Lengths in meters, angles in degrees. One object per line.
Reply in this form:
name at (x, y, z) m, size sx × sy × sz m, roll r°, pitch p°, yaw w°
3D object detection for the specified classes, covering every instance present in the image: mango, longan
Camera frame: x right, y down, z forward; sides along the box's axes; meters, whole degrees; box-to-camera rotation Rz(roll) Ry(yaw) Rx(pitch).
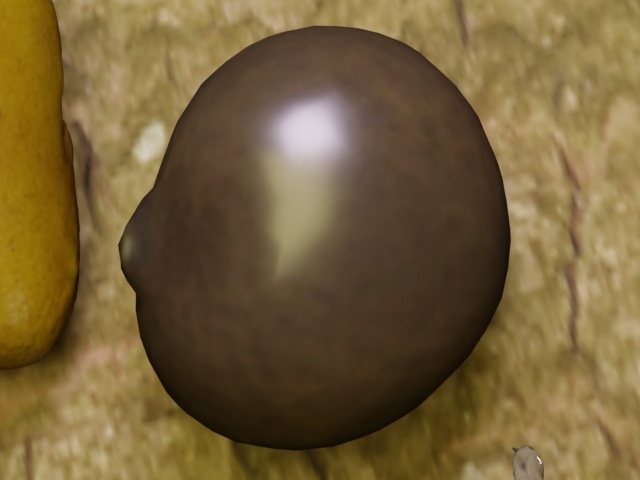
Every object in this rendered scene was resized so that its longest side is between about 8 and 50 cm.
mango at (-0.198, -0.059, 0.856) m, size 0.167 × 0.130 × 0.262 m, roll -16°, pitch 83°, yaw 4°
longan at (0.000, 0.000, 0.782) m, size 0.189 × 0.189 × 0.189 m, roll -2°, pitch 79°, yaw 11°

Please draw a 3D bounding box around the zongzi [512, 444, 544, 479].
zongzi at (-0.082, 0.321, 0.717) m, size 0.467 × 0.218 × 0.500 m, roll 0°, pitch 77°, yaw 15°
